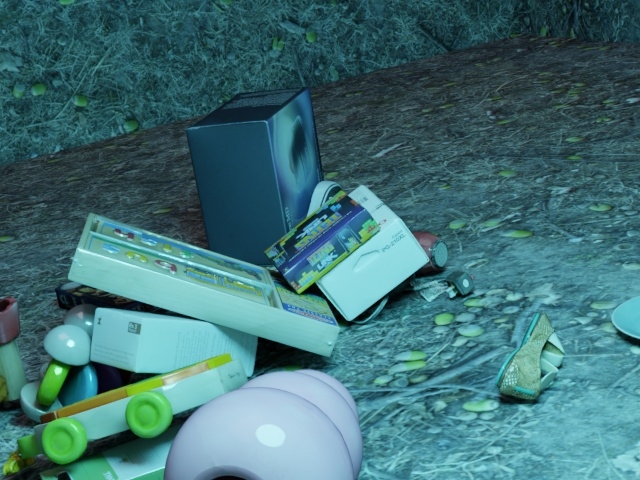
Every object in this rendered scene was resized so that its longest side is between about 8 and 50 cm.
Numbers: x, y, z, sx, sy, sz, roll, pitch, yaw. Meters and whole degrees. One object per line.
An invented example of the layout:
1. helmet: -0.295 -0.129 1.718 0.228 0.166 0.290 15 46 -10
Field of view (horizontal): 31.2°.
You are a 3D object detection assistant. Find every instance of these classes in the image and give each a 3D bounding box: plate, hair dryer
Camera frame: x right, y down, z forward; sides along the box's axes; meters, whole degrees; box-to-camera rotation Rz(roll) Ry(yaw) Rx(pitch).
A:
1. plate: 0.519 0.116 1.663 0.188 0.024 0.188 -9 18 3
2. hair dryer: 0.121 0.046 2.003 0.223 0.080 0.293 -14 18 -10

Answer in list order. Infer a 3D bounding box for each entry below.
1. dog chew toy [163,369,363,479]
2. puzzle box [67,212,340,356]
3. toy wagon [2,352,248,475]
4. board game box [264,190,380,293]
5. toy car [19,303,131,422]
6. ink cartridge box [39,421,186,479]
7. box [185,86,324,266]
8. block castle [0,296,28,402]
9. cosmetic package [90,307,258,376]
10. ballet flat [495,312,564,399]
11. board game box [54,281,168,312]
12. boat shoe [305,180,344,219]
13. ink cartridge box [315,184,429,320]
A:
1. dog chew toy: -0.045 0.244 1.308 0.206 0.207 0.332 -5 10 16
2. puzzle box: -0.183 0.064 1.790 0.408 0.052 0.272 18 10 -12
3. toy wagon: -0.272 0.232 1.516 0.344 0.068 0.267 -18 -3 12
4. board game box: 0.000 0.000 1.866 0.170 0.048 0.141 -39 20 -4
5. toy car: -0.357 0.199 1.728 0.136 0.159 0.182 28 21 -1
6. ink cartridge box: -0.233 0.300 1.432 0.209 0.062 0.109 -16 17 -20
7. box: -0.117 -0.130 2.327 0.182 0.296 0.294 -3 20 19
8. block castle: -0.694 0.187 1.725 0.453 0.213 0.303 -3 18 22
9. cosmetic package: -0.214 0.153 1.700 0.117 0.086 0.231 7 0 44
10. ballet flat: 0.299 0.165 1.588 0.067 0.073 0.206 25 32 14
11. board game box: -0.368 0.098 2.166 0.165 0.042 0.243 -24 23 -39
12. boat shoe: 0.029 -0.030 2.240 0.104 0.113 0.306 1 22 11
13. ink cartridge box: 0.061 0.017 1.945 0.172 0.100 0.237 -38 20 0
